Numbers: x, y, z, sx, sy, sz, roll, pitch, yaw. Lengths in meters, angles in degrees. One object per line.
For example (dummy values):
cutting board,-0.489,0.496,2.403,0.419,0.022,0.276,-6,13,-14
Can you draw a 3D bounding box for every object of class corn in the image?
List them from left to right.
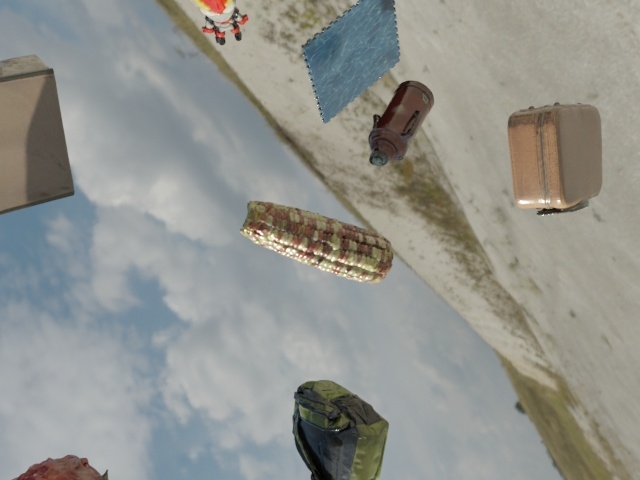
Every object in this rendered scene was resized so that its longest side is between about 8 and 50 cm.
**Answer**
corn,0.000,0.000,0.845,0.237,0.079,0.079,20,-144,-31

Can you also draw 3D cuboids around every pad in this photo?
pad,0.079,-0.424,1.435,0.012,0.270,0.269,43,170,27

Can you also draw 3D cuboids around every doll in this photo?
doll,-0.159,-0.372,0.960,0.169,0.109,0.057,76,-176,-69

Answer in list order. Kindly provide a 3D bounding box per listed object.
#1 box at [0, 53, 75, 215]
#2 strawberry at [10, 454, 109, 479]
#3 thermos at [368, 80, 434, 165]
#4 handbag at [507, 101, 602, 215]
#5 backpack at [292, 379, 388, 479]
box,-0.582,-0.201,1.175,0.153,0.188,0.252,38,138,44
strawberry,-0.528,0.568,1.192,0.310,0.292,0.291,0,-121,-47
thermos,0.171,-0.248,1.382,0.099,0.124,0.232,48,-128,-24
handbag,0.328,-0.113,0.868,0.193,0.072,0.151,-12,-80,-52
backpack,0.025,0.411,1.342,0.140,0.207,0.253,-1,-161,-36
